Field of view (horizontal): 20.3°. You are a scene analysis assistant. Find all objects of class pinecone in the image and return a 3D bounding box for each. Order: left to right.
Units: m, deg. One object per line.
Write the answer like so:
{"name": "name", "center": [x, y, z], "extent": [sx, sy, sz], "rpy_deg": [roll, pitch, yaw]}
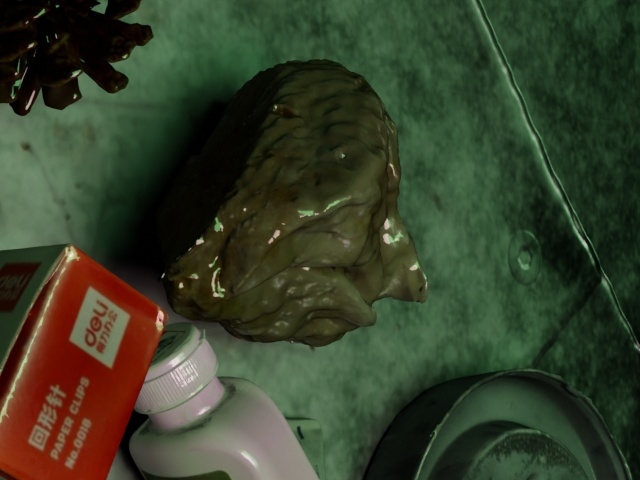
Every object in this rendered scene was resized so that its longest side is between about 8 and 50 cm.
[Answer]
{"name": "pinecone", "center": [-0.172, -0.151, 1.068], "extent": [0.163, 0.163, 0.165], "rpy_deg": [-61, 142, -31]}

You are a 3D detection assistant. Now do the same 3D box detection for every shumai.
{"name": "shumai", "center": [0.003, -0.003, 1.194], "extent": [0.185, 0.184, 0.218], "rpy_deg": [40, 14, -18]}

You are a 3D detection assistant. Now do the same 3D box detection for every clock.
{"name": "clock", "center": [0.144, 0.255, 1.416], "extent": [0.312, 0.061, 0.313], "rpy_deg": [7, 81, -46]}

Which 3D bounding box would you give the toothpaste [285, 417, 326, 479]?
{"name": "toothpaste", "center": [-0.010, 0.242, 1.277], "extent": [0.060, 0.038, 0.234], "rpy_deg": [4, 80, -50]}

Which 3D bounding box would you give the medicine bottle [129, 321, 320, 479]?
{"name": "medicine bottle", "center": [-0.058, 0.158, 1.175], "extent": [0.078, 0.115, 0.219], "rpy_deg": [-45, 116, -38]}

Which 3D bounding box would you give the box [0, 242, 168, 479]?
{"name": "box", "center": [-0.192, 0.077, 1.001], "extent": [0.099, 0.182, 0.133], "rpy_deg": [40, 61, -36]}
